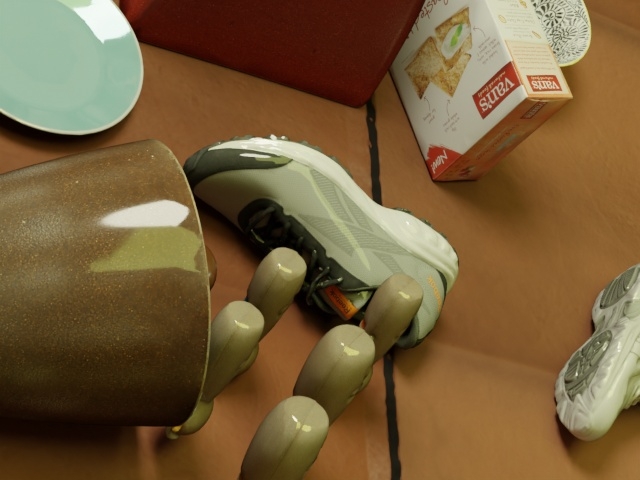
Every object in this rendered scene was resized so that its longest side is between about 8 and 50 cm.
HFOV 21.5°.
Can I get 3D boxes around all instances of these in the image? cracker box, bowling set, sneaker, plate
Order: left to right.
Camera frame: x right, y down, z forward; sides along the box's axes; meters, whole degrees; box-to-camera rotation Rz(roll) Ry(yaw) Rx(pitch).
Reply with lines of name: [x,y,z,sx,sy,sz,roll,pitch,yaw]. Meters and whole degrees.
plate: [-0.241,-0.166,1.445,0.188,0.024,0.188,18,53,-26]
bowling set: [-0.060,0.093,1.334,0.200,0.154,0.287,36,32,8]
sneaker: [0.000,0.000,1.458,0.271,0.100,0.108,30,53,-17]
cracker box: [0.136,-0.195,1.646,0.067,0.156,0.232,-3,63,-37]
sneaker: [0.305,0.121,1.606,0.115,0.090,0.232,44,46,-8]

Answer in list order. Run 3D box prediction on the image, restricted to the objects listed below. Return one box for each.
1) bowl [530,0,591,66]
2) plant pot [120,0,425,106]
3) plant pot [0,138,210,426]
bowl: [0.193,-0.232,1.766,0.170,0.080,0.170,18,52,-25]
plant pot: [-0.016,-0.325,1.568,0.267,0.236,0.267,15,53,-29]
plant pot: [-0.224,0.039,1.212,0.230,0.215,0.215,-4,63,-23]
